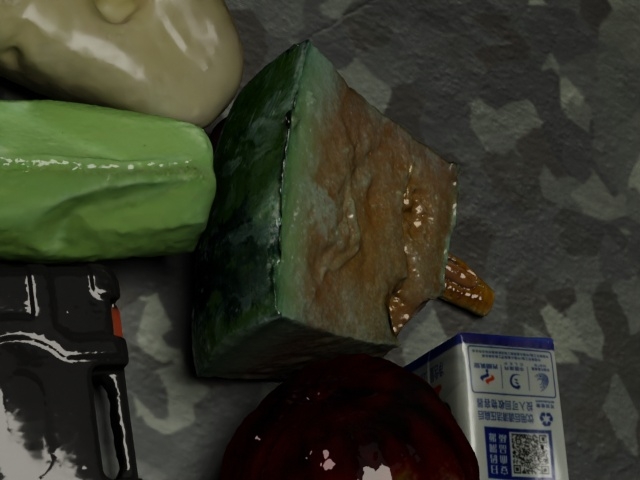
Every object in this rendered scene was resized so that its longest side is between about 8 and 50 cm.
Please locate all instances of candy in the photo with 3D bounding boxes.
[{"bbox_3d":[-0.262,-0.045,1.534,0.343,0.132,0.142,1,104,-25],"label":"candy"}]

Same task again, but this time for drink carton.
[{"bbox_3d":[0.148,0.249,1.631,0.106,0.130,0.315,6,68,-23],"label":"drink carton"}]

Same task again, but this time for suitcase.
[{"bbox_3d":[-0.250,0.159,1.505,0.206,0.066,0.286,0,70,-27],"label":"suitcase"}]

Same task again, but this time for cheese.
[{"bbox_3d":[-0.241,-0.204,1.627,0.351,0.129,0.328,-35,92,-29],"label":"cheese"}]

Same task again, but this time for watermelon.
[{"bbox_3d":[-0.016,-0.001,1.623,0.302,0.151,0.264,32,59,-52],"label":"watermelon"}]

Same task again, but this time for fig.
[{"bbox_3d":[0.029,0.223,1.530,0.224,0.224,0.263,1,76,-27],"label":"fig"}]

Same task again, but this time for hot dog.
[{"bbox_3d":[0.110,0.027,1.767,0.137,0.028,0.044,30,52,-11],"label":"hot dog"}]

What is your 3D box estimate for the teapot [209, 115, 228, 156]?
[{"bbox_3d":[-0.077,-0.083,1.709,0.100,0.045,0.068,5,88,-7],"label":"teapot"}]
